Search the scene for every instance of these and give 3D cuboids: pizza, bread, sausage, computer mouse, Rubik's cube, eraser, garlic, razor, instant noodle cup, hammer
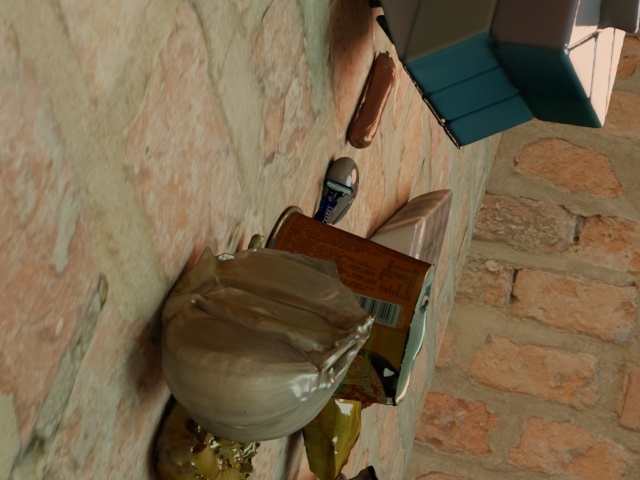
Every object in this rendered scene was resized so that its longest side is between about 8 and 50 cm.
[{"bbox_3d":[-0.088,0.167,1.484,0.251,0.074,0.287,92,18,-56],"label":"pizza"},{"bbox_3d":[0.016,0.224,2.054,0.160,0.088,0.233,-67,164,-61],"label":"bread"},{"bbox_3d":[0.073,-0.191,1.944,0.042,0.036,0.157,100,8,-62],"label":"sausage"},{"bbox_3d":[0.029,-0.064,1.865,0.066,0.039,0.096,-61,162,-54],"label":"computer mouse"},{"bbox_3d":[0.219,-0.322,1.728,0.387,0.358,0.368,43,59,-66],"label":"Rubik's cube"},{"bbox_3d":[0.146,0.032,2.468,0.397,0.082,0.213,-39,141,-73],"label":"eraser"},{"bbox_3d":[-0.055,0.109,1.288,0.229,0.178,0.142,-46,151,-62],"label":"garlic"},{"bbox_3d":[-0.002,-0.001,1.814,0.028,0.044,0.154,16,-91,56],"label":"razor"},{"bbox_3d":[0.027,0.089,1.673,0.230,0.182,0.230,13,90,-80],"label":"instant noodle cup"},{"bbox_3d":[0.028,0.394,2.252,0.427,0.152,0.044,55,12,-83],"label":"hammer"}]

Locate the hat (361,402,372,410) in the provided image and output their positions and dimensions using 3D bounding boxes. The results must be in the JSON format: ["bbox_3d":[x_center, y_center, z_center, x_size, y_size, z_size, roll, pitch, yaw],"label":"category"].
[{"bbox_3d":[0.042,0.195,2.198,0.162,0.094,0.112,41,52,-58],"label":"hat"}]
